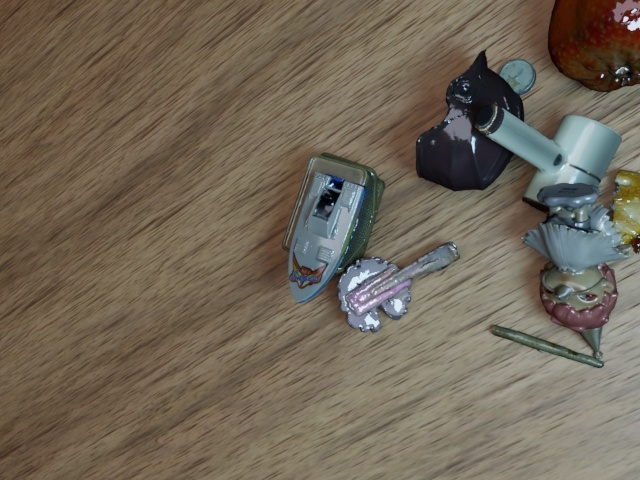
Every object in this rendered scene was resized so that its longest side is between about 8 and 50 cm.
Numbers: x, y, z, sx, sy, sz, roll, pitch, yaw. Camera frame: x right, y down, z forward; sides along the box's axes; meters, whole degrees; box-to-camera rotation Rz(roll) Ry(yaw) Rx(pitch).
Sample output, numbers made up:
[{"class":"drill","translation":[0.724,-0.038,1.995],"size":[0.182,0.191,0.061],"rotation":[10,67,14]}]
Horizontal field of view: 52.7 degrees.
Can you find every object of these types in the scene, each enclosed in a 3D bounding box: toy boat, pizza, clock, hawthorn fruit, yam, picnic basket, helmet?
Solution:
[{"class":"toy boat","translation":[0.000,0.000,1.425],"size":[0.129,0.088,0.296],"rotation":[20,92,24]},{"class":"pizza","translation":[0.632,-0.045,1.292],"size":[0.154,0.069,0.194],"rotation":[31,72,24]},{"class":"clock","translation":[0.444,-0.370,1.463],"size":[0.085,0.017,0.085],"rotation":[-3,82,24]},{"class":"hawthorn fruit","translation":[0.602,-0.468,1.276],"size":[0.286,0.287,0.331],"rotation":[2,78,24]},{"class":"yam","translation":[0.478,0.226,1.370],"size":[0.234,0.027,0.029],"rotation":[17,89,27]},{"class":"picnic basket","translation":[0.033,-0.064,1.544],"size":[0.165,0.139,0.267],"rotation":[18,91,25]},{"class":"helmet","translation":[0.340,-0.235,1.382],"size":[0.177,0.225,0.305],"rotation":[35,98,18]}]

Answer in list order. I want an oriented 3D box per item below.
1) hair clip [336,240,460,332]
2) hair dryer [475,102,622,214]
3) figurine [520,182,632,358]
[{"class":"hair clip","translation":[0.179,0.090,1.482],"size":[0.300,0.069,0.173],"rotation":[-29,95,9]},{"class":"hair dryer","translation":[0.427,-0.185,1.279],"size":[0.203,0.361,0.128],"rotation":[-64,32,6]},{"class":"figurine","translation":[0.496,0.074,1.265],"size":[0.206,0.166,0.387],"rotation":[7,122,37]}]
